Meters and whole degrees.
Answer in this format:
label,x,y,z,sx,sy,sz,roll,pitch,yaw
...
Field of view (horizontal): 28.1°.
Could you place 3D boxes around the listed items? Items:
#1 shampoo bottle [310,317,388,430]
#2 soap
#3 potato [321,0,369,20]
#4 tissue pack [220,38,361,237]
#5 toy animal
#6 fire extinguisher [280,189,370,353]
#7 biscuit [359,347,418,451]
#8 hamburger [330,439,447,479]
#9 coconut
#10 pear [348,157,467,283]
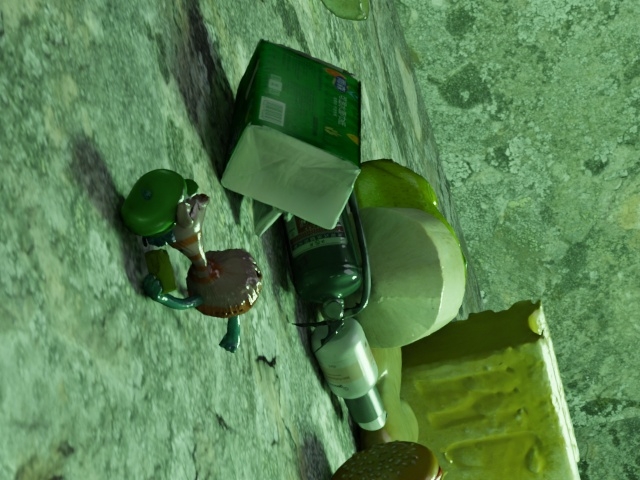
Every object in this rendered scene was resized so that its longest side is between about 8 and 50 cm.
label,x,y,z,sx,sy,sz,roll,pitch,yaw
shampoo bottle,0.044,0.189,1.754,0.074,0.074,0.192,-89,163,-51
soap,0.277,0.295,2.205,0.156,0.294,0.335,-81,157,-64
potato,0.015,-0.522,2.342,0.269,0.112,0.255,-34,114,-74
tissue pack,-0.041,-0.113,1.552,0.209,0.148,0.156,-89,-159,-54
toy animal,-0.117,0.028,1.179,0.103,0.100,0.208,-54,149,-20
fire extinguisher,0.000,0.000,1.669,0.093,0.118,0.294,63,14,-67
biscuit,0.093,0.234,1.968,0.291,0.062,0.236,-3,79,-77
hamburger,0.090,0.325,1.616,0.162,0.162,0.115,-73,147,-68
coconut,0.092,0.051,1.784,0.222,0.202,0.202,-4,80,-63
pear,0.144,-0.001,2.095,0.255,0.164,0.238,-117,-170,-69
